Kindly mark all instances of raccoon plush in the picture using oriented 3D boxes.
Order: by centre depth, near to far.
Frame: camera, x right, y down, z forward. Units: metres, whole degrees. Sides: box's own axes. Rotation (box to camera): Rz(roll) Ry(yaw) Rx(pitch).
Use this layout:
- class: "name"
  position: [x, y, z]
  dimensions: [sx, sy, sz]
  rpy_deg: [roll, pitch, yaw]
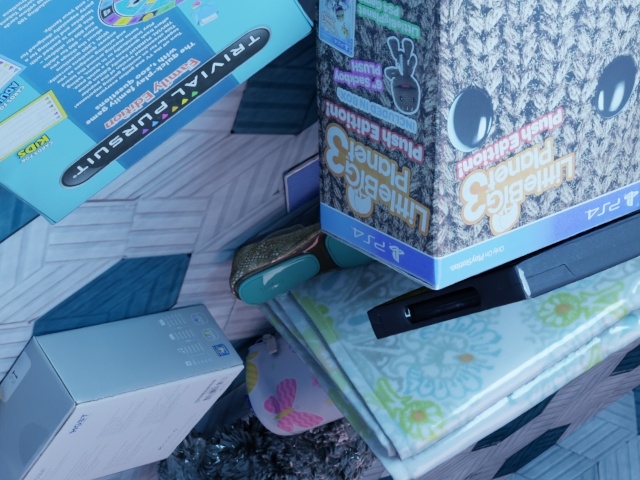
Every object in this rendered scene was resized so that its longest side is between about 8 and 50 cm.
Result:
- class: "raccoon plush"
  position: [-0.006, 0.354, 1.923]
  dimensions: [0.299, 0.446, 0.216]
  rpy_deg: [-26, 147, 12]

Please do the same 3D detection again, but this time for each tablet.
- class: "tablet"
  position: [-0.012, -0.059, 1.585]
  dimensions: [0.054, 0.006, 0.083]
  rpy_deg: [-30, 159, -12]

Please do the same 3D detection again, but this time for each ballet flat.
- class: "ballet flat"
  position: [0.000, 0.000, 1.615]
  dimensions: [0.206, 0.067, 0.073]
  rpy_deg: [-19, 135, 0]

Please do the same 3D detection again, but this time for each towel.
- class: "towel"
  position: [0.151, 0.048, 1.624]
  dimensions: [0.374, 0.320, 0.090]
  rpy_deg: [-32, 137, -7]

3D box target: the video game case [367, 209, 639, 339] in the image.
- class: "video game case"
  position: [0.212, 0.014, 1.373]
  dimensions: [0.275, 0.035, 0.248]
  rpy_deg: [-20, 179, -28]

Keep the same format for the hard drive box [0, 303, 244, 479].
- class: "hard drive box"
  position: [-0.223, 0.168, 1.636]
  dimensions: [0.232, 0.089, 0.181]
  rpy_deg: [-9, 147, -49]

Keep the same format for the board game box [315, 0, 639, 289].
- class: "board game box"
  position: [0.128, -0.145, 1.209]
  dimensions: [0.232, 0.141, 0.291]
  rpy_deg: [-20, 122, -33]

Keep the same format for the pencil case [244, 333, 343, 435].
- class: "pencil case"
  position: [0.039, 0.132, 1.798]
  dimensions: [0.273, 0.124, 0.113]
  rpy_deg: [-24, 173, 35]

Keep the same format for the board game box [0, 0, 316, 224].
- class: "board game box"
  position: [-0.165, -0.160, 1.056]
  dimensions: [0.254, 0.079, 0.336]
  rpy_deg: [-37, 159, 2]
